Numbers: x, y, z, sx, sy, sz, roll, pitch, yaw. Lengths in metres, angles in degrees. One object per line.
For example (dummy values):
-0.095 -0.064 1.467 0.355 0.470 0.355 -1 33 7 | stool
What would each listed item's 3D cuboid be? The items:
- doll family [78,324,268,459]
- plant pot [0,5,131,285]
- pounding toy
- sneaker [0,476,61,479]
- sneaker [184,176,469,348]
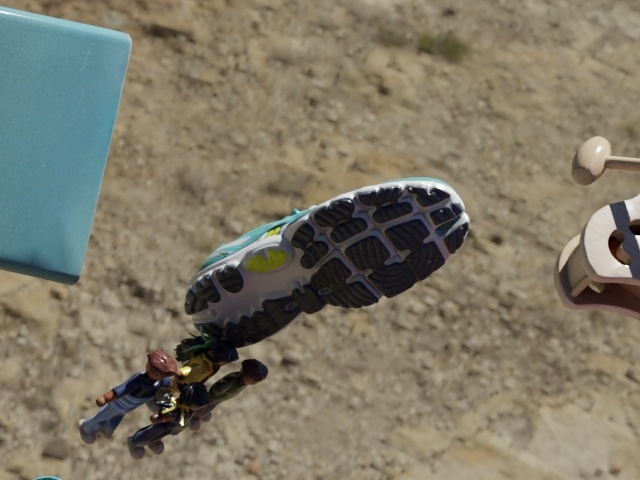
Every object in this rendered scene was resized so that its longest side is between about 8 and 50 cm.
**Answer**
-0.121 0.128 1.242 0.076 0.111 0.193 54 33 4 | doll family
-0.273 -0.082 0.902 0.234 0.165 0.165 12 2 -42 | plant pot
0.353 0.013 1.521 0.269 0.155 0.154 41 56 7 | pounding toy
-0.280 0.362 1.450 0.319 0.208 0.127 42 -11 -9 | sneaker
0.000 0.000 1.287 0.275 0.107 0.110 -19 27 22 | sneaker
